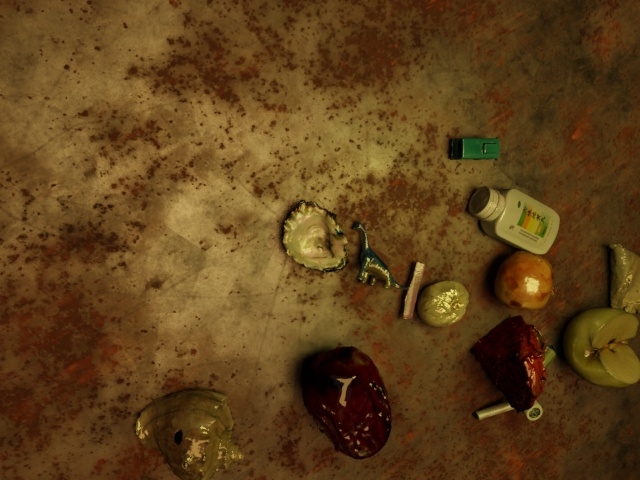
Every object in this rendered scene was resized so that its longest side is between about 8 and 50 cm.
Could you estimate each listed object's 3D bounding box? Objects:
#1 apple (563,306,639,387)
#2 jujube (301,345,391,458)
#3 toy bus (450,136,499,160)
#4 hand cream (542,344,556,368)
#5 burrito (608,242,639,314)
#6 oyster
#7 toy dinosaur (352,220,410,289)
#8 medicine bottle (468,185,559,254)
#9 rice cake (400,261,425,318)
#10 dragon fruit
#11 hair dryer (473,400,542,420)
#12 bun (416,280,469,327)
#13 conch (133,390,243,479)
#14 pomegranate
[{"bbox_3d":[1.063,0.401,1.956,0.258,0.233,0.295,-10,89,-38],"label":"apple"},{"bbox_3d":[0.087,0.506,1.629,0.258,0.258,0.376,-30,117,-14],"label":"jujube"},{"bbox_3d":[0.534,-0.314,1.764,0.160,0.092,0.079,-3,98,-19],"label":"toy bus"},{"bbox_3d":[0.817,0.490,1.966,0.235,0.086,0.055,-42,124,-15],"label":"hand cream"},{"bbox_3d":[1.226,0.150,2.054,0.175,0.107,0.347,-22,105,-32],"label":"burrito"},{"bbox_3d":[-0.004,-0.001,1.619,0.260,0.092,0.198,32,85,-10],"label":"oyster"},{"bbox_3d":[0.198,0.062,1.706,0.248,0.075,0.188,19,82,-14],"label":"toy dinosaur"},{"bbox_3d":[0.685,-0.080,1.829,0.324,0.124,0.179,24,88,-19],"label":"medicine bottle"},{"bbox_3d":[0.317,0.172,1.773,0.047,0.036,0.206,15,91,-10],"label":"rice cake"},{"bbox_3d":[0.727,0.430,1.765,0.228,0.329,0.286,-31,86,-12],"label":"dragon fruit"},{"bbox_3d":[0.686,0.625,1.916,0.237,0.131,0.073,-13,109,-4],"label":"hair dryer"},{"bbox_3d":[0.429,0.222,1.778,0.188,0.111,0.164,-7,95,-15],"label":"bun"},{"bbox_3d":[-0.374,0.571,1.513,0.324,0.186,0.263,24,70,-21],"label":"conch"},{"bbox_3d":[0.726,0.150,1.816,0.215,0.215,0.215,-2,97,-19],"label":"pomegranate"}]
